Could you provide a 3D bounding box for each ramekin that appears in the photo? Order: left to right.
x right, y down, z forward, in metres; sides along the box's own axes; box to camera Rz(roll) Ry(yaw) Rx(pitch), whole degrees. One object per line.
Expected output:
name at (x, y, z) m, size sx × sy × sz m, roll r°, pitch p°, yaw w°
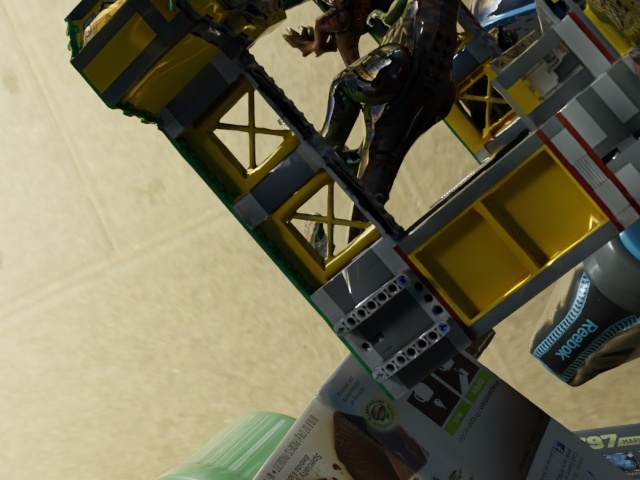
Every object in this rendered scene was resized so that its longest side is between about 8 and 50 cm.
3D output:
ramekin at (-0.045, 0.346, 1.590) m, size 0.303 × 0.303 × 0.148 m, roll 41°, pitch 55°, yaw 7°

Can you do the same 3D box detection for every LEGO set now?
LEGO set at (0.074, -0.101, 0.586) m, size 0.192 × 0.331 × 0.255 m, roll -41°, pitch 81°, yaw 30°

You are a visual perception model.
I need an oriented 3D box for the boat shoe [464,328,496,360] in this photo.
boat shoe at (0.137, 0.203, 1.651) m, size 0.120 × 0.324 × 0.122 m, roll 40°, pitch 50°, yaw 6°

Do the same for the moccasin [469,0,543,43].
moccasin at (0.327, -0.323, 1.587) m, size 0.342 × 0.138 × 0.116 m, roll -9°, pitch 63°, yaw 24°

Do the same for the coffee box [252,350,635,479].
coffee box at (0.108, 0.203, 0.895) m, size 0.297 × 0.168 × 0.119 m, roll 37°, pitch 44°, yaw 5°

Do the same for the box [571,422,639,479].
box at (0.239, 0.259, 1.257) m, size 0.233 × 0.183 × 0.059 m, roll -6°, pitch 124°, yaw -6°

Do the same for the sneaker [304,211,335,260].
sneaker at (0.000, 0.000, 1.586) m, size 0.037 × 0.083 × 0.032 m, roll -4°, pitch 39°, yaw -13°

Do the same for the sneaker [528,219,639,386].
sneaker at (0.264, 0.013, 1.093) m, size 0.125 × 0.341 × 0.139 m, roll 44°, pitch 119°, yaw 17°
